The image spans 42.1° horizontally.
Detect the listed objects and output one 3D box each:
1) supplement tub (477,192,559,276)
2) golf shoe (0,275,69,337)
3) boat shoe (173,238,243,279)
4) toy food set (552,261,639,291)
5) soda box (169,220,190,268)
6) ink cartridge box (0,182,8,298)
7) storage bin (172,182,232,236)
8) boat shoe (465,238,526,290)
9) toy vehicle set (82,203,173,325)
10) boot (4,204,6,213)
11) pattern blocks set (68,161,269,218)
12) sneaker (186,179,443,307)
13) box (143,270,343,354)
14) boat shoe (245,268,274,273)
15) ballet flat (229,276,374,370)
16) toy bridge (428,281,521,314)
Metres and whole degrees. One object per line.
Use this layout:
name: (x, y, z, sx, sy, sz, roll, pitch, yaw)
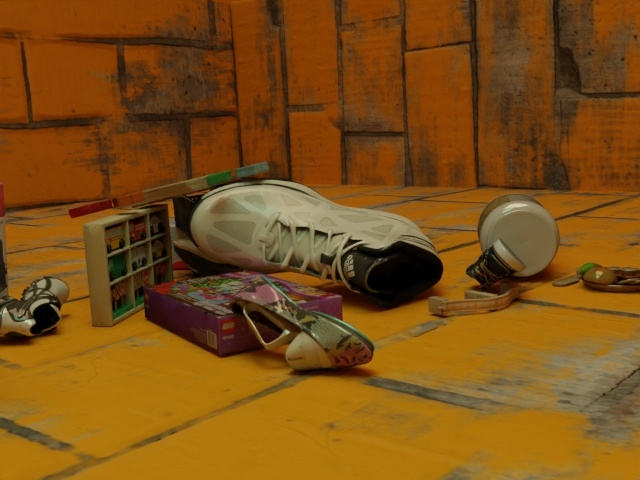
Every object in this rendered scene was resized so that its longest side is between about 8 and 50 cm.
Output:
supplement tub: (0.373, -0.010, 1.579, 0.144, 0.144, 0.199, -1, 9, 9)
golf shoe: (-0.438, 0.113, 1.310, 0.094, 0.077, 0.198, 14, 17, 12)
boat shoe: (-0.219, 0.043, 1.630, 0.095, 0.079, 0.254, -7, 12, -36)
toy food set: (0.510, 0.059, 1.426, 0.132, 0.038, 0.192, -11, 12, -44)
soda box: (-0.286, 0.008, 1.816, 0.286, 0.098, 0.091, -1, 10, 8)
ink cartridge box: (-0.560, 0.036, 1.265, 0.100, 0.237, 0.172, 1, 9, 7)
storage bin: (-0.223, -0.062, 1.703, 0.122, 0.084, 0.180, -11, 16, -23)
boat shoe: (0.292, 0.047, 1.401, 0.083, 0.065, 0.183, -43, -8, 8)
toy vehicle set: (-0.323, 0.034, 1.433, 0.035, 0.166, 0.267, -1, 9, 12)
boot: (-0.855, 0.017, 1.880, 0.089, 0.236, 0.269, 39, 44, 9)
pattern blocks set: (-0.267, -0.089, 1.507, 0.325, 0.026, 0.285, -9, 8, 41)
sneaker: (0.001, -0.001, 1.411, 0.448, 0.169, 0.257, 8, 7, -11)
box: (-0.127, 0.102, 1.281, 0.201, 0.057, 0.293, -7, 9, -32)
boat shoe: (-0.103, 0.036, 1.719, 0.170, 0.063, 0.059, 4, 3, -21)
ballet flat: (-0.033, 0.117, 1.060, 0.221, 0.077, 0.079, 28, 57, 37)
toy bridge: (0.256, 0.094, 1.319, 0.188, 0.026, 0.063, -8, 11, -37)
